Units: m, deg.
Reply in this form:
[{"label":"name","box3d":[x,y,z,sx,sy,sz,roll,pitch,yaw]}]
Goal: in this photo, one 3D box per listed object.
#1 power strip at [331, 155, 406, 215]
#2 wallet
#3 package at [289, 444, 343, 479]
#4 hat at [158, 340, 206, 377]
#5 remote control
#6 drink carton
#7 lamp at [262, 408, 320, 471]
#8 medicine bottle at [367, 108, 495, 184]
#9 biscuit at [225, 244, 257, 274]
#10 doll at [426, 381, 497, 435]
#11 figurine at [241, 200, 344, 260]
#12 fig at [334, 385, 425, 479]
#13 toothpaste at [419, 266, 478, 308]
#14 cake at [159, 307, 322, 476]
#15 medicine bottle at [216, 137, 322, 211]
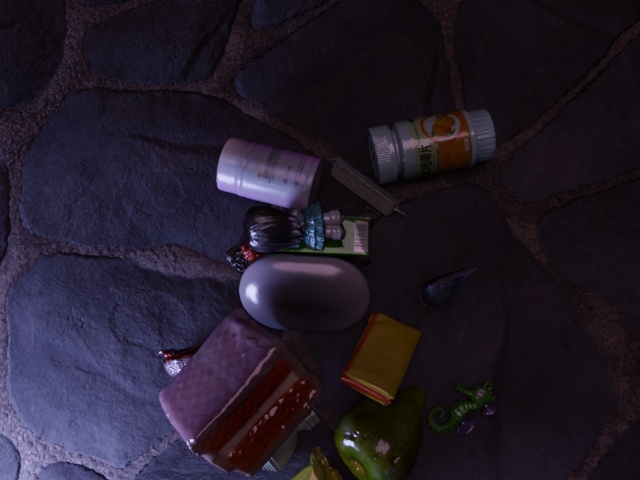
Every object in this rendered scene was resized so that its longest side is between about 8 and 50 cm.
[{"label":"power strip","box3d":[0.127,-0.140,1.601,0.253,0.060,0.027,37,53,10]},{"label":"wallet","box3d":[0.149,0.287,1.443,0.141,0.067,0.241,25,41,11]},{"label":"package","box3d":[-0.031,0.625,1.406,0.226,0.090,0.168,-41,82,-5]},{"label":"hat","box3d":[-0.315,0.367,1.469,0.129,0.140,0.227,-13,89,19]},{"label":"remote control","box3d":[-0.040,0.136,1.484,0.332,0.103,0.221,4,120,3]},{"label":"drink carton","box3d":[0.000,0.000,1.523,0.271,0.161,0.108,4,76,0]},{"label":"lamp","box3d":[-0.088,0.480,1.440,0.193,0.106,0.106,-39,78,-15]},{"label":"medicine bottle","box3d":[0.296,-0.255,1.574,0.318,0.158,0.158,-12,76,-1]},{"label":"biscuit","box3d":[-0.213,0.054,1.581,0.089,0.027,0.087,0,76,1]},{"label":"doll","box3d":[0.354,0.419,1.465,0.190,0.050,0.115,-36,82,-5]},{"label":"figurine","box3d":[-0.066,-0.023,1.394,0.246,0.110,0.137,-3,101,-6]},{"label":"fig","box3d":[0.174,0.449,1.413,0.275,0.206,0.206,-34,77,-30]},{"label":"toothpaste","box3d":[0.291,0.113,1.411,0.114,0.299,0.073,-20,76,-4]},{"label":"cake","box3d":[-0.185,0.352,1.359,0.309,0.237,0.230,-47,35,-9]},{"label":"medicine bottle","box3d":[-0.135,-0.176,1.571,0.254,0.152,0.152,15,77,4]}]
